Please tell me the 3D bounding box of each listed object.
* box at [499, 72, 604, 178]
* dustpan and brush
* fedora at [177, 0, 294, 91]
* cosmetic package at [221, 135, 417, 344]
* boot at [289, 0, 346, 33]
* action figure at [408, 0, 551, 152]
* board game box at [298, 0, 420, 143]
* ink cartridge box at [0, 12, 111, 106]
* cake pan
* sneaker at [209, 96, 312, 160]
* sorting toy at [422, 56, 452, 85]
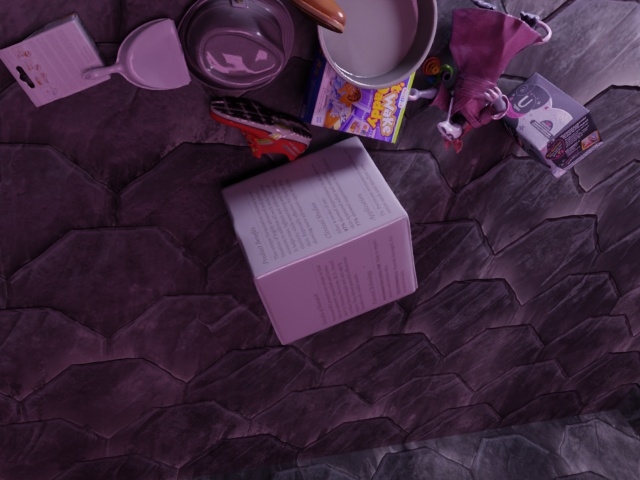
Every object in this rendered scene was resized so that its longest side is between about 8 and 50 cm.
[{"bbox_3d":[0.613,-0.316,1.723,0.163,0.247,0.142,-39,130,11],"label":"box"},{"bbox_3d":[-0.400,-0.376,1.347,0.211,0.060,0.147,-26,121,-24],"label":"dustpan and brush"},{"bbox_3d":[-0.174,-0.421,1.393,0.275,0.124,0.243,8,125,-28],"label":"fedora"},{"bbox_3d":[0.000,0.000,1.658,0.394,0.329,0.327,-22,141,-4],"label":"cosmetic package"},{"bbox_3d":[0.008,-0.558,1.238,0.220,0.283,0.109,-46,151,12],"label":"boot"},{"bbox_3d":[0.381,-0.403,1.589,0.276,0.248,0.370,-16,128,-53],"label":"action figure"},{"bbox_3d":[0.108,-0.422,1.470,0.233,0.078,0.347,7,106,-27],"label":"board game box"},{"bbox_3d":[-0.558,-0.378,1.336,0.179,0.045,0.145,-18,134,6],"label":"ink cartridge box"},{"bbox_3d":[0.117,-0.479,1.374,0.293,0.054,0.293,-9,112,-22],"label":"cake pan"},{"bbox_3d":[-0.152,-0.261,1.554,0.279,0.107,0.118,16,125,-32],"label":"sneaker"},{"bbox_3d":[0.307,-0.432,1.639,0.102,0.042,0.061,18,119,-34],"label":"sorting toy"}]
